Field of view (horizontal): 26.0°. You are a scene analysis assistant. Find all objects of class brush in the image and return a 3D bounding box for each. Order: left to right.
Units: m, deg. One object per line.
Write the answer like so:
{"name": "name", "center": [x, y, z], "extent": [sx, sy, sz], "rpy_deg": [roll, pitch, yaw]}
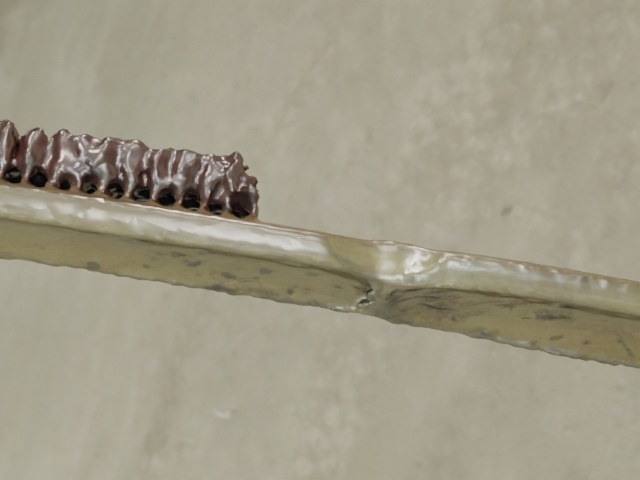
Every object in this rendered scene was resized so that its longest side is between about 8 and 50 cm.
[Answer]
{"name": "brush", "center": [0.000, 0.000, 0.407], "extent": [0.043, 0.248, 0.036], "rpy_deg": [112, 166, -71]}
